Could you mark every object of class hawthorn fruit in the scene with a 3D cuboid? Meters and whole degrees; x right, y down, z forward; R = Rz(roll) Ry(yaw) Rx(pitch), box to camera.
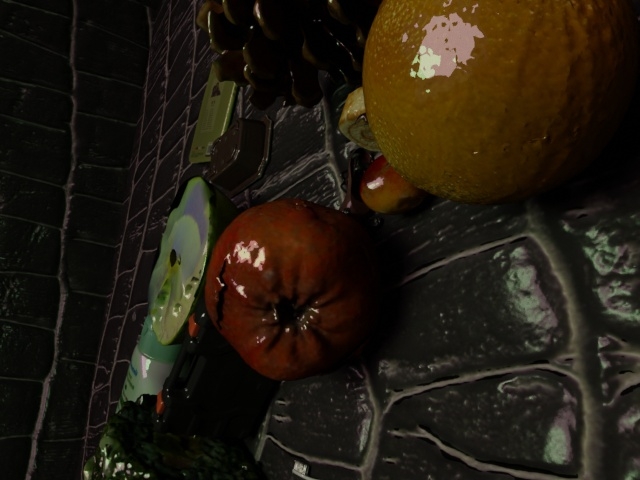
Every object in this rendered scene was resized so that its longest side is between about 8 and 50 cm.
[{"bbox_3d":[-0.052,0.059,0.809,0.307,0.275,0.276,-137,65,-70],"label":"hawthorn fruit"}]

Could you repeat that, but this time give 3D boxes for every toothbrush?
[{"bbox_3d":[0.026,0.379,0.768,0.257,0.018,0.024,-7,66,57],"label":"toothbrush"}]

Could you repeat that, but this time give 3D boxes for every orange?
[{"bbox_3d":[0.173,-0.167,0.525,0.274,0.274,0.275,-28,55,50],"label":"orange"}]

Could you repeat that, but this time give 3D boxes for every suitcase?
[{"bbox_3d":[-0.177,0.248,0.958,0.286,0.206,0.066,-64,29,17],"label":"suitcase"}]

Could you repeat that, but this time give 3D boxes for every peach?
[{"bbox_3d":[0.107,-0.084,0.746,0.100,0.100,0.101,-28,55,50],"label":"peach"}]

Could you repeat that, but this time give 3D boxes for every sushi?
[{"bbox_3d":[-0.298,0.454,0.989,0.351,0.293,0.178,23,93,59],"label":"sushi"}]

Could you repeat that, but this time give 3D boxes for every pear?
[{"bbox_3d":[-0.266,0.062,1.208,0.398,0.165,0.400,-28,55,50],"label":"pear"}]

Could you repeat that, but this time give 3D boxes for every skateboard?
[{"bbox_3d":[0.061,-0.084,0.867,0.080,0.067,0.152,143,138,-58],"label":"skateboard"}]

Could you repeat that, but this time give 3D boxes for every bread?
[{"bbox_3d":[0.104,-0.179,0.770,0.149,0.122,0.073,-3,64,53],"label":"bread"}]

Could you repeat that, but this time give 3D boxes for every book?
[{"bbox_3d":[-0.331,-0.416,1.622,0.239,0.035,0.353,13,89,56],"label":"book"}]

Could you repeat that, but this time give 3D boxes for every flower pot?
[{"bbox_3d":[-0.222,-0.227,1.332,0.250,0.084,0.179,-21,61,52],"label":"flower pot"}]

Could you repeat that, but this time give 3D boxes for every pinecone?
[{"bbox_3d":[-0.001,-0.401,0.860,0.384,0.384,0.385,-28,55,50],"label":"pinecone"}]

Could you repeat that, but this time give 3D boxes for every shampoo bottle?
[{"bbox_3d":[-0.440,0.349,1.383,0.221,0.151,0.350,31,104,59],"label":"shampoo bottle"}]
